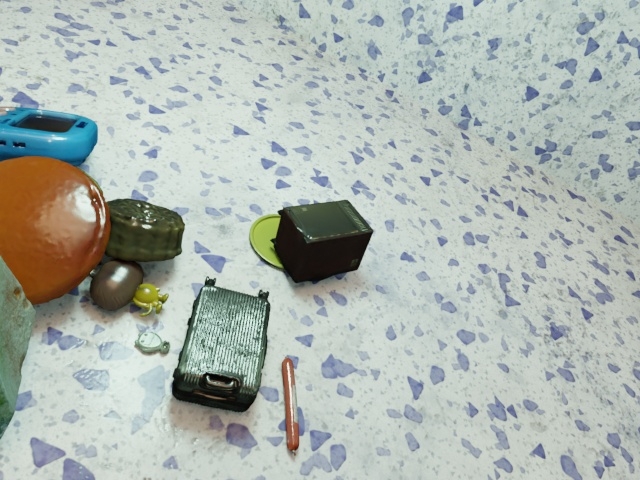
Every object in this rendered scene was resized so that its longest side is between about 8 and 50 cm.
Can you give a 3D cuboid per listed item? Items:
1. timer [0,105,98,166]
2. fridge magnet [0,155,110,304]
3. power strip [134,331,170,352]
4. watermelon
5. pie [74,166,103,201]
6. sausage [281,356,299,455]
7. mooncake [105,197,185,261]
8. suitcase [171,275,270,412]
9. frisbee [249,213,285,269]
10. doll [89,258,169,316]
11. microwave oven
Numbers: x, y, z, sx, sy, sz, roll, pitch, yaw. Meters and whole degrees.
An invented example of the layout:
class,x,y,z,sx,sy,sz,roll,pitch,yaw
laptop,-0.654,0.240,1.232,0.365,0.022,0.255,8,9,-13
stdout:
class,x,y,z,sx,sy,sz,roll,pitch,yaw
timer,-0.794,-0.289,1.391,0.308,0.115,0.340,3,22,-18
fridge magnet,-0.674,-0.024,1.162,0.363,0.155,0.364,2,72,-7
power strip,-0.401,0.243,1.205,0.083,0.035,0.055,19,43,-5
watermelon,-0.673,0.205,0.988,0.228,0.388,0.258,-2,3,1
pie,-0.737,-0.121,1.363,0.276,0.079,0.277,17,41,-15
sausage,-0.073,0.395,1.224,0.034,0.034,0.253,10,45,-18
mooncake,-0.471,-0.031,1.318,0.228,0.125,0.228,12,12,-3
suitcase,-0.230,0.248,1.215,0.202,0.128,0.312,15,44,-13
frisbee,-0.112,0.005,1.594,0.235,0.017,0.236,14,44,-14
doll,-0.481,0.127,1.241,0.188,0.096,0.145,46,50,5
microwave oven,0.001,0.000,1.511,0.247,0.188,0.178,-10,49,-29
